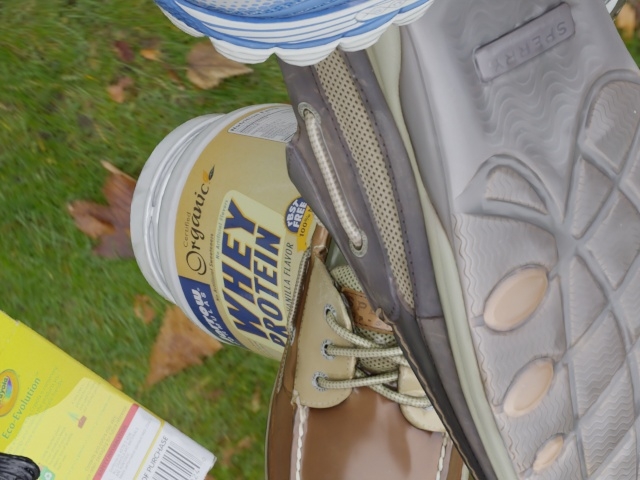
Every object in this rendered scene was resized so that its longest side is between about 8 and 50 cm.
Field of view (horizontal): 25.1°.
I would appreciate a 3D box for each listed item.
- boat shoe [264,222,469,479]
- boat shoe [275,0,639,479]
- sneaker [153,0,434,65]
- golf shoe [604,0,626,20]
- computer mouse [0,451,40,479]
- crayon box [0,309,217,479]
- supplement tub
[{"bbox_3d":[0.031,0.046,0.808,0.123,0.120,0.324,5,76,6],"label":"boat shoe"},{"bbox_3d":[0.060,-0.039,0.601,0.132,0.130,0.355,-24,107,-27],"label":"boat shoe"},{"bbox_3d":[0.083,-0.155,0.384,0.330,0.147,0.129,-32,89,8],"label":"sneaker"},{"bbox_3d":[0.142,-0.203,0.766,0.077,0.094,0.198,5,72,20],"label":"golf shoe"},{"bbox_3d":[-0.240,0.117,0.884,0.106,0.193,0.042,27,78,8],"label":"computer mouse"},{"bbox_3d":[-0.278,0.219,1.423,0.318,0.081,0.202,40,62,-27],"label":"crayon box"},{"bbox_3d":[0.000,0.000,1.269,0.228,0.316,0.228,-11,107,-41],"label":"supplement tub"}]
